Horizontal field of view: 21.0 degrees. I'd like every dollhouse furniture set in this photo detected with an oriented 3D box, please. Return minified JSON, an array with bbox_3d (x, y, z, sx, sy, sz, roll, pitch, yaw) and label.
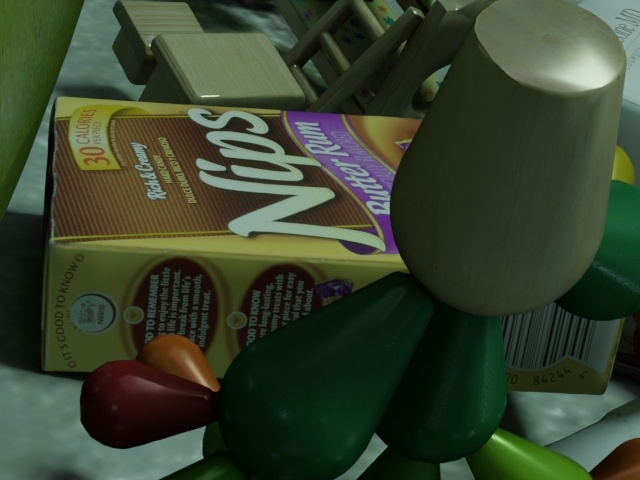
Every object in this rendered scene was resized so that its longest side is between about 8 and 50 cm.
[{"bbox_3d":[-0.025,-0.131,0.741,0.161,0.101,0.182,-6,52,-39],"label":"dollhouse furniture set"}]

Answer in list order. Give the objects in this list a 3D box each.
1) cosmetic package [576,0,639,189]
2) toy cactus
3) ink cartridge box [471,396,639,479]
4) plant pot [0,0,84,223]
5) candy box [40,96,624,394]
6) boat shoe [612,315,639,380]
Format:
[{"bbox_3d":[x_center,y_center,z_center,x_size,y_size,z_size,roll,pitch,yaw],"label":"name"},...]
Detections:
[{"bbox_3d":[0.254,-0.039,0.798,0.284,0.097,0.377,26,27,12],"label":"cosmetic package"},{"bbox_3d":[0.033,0.013,0.434,0.219,0.180,0.112,-14,50,-25],"label":"toy cactus"},{"bbox_3d":[0.235,0.120,0.440,0.330,0.071,0.324,-24,38,-9],"label":"ink cartridge box"},{"bbox_3d":[-0.198,-0.070,0.350,0.366,0.366,0.353,9,39,-17],"label":"plant pot"},{"bbox_3d":[0.000,0.000,0.587,0.186,0.053,0.109,2,29,-9],"label":"candy box"},{"bbox_3d":[0.137,0.036,0.634,0.125,0.046,0.038,21,27,15],"label":"boat shoe"}]
